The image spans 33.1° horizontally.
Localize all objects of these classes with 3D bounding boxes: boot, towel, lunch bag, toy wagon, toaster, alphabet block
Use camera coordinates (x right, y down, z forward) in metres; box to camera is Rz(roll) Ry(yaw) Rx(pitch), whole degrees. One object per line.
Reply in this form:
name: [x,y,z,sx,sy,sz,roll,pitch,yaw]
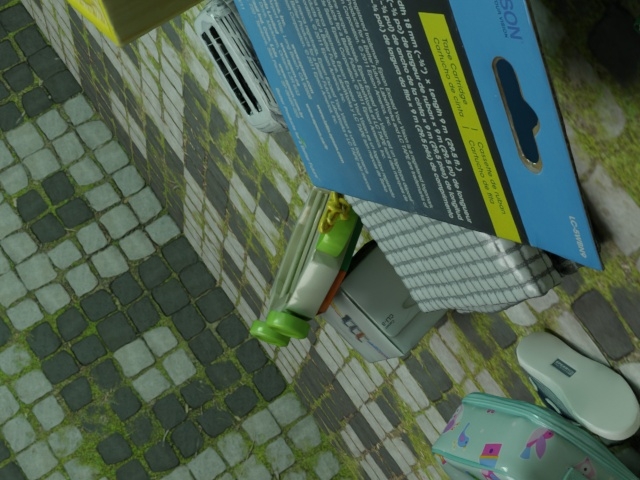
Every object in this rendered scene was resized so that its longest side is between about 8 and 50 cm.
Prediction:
boot: [0.295,0.177,1.196,0.086,0.069,0.190,59,174,-34]
towel: [0.142,-0.044,1.117,0.235,0.121,0.283,56,163,-2]
lunch bag: [0.283,0.286,1.227,0.279,0.108,0.224,37,164,-16]
toy wagon: [0.000,0.000,1.395,0.068,0.267,0.344,22,166,-9]
toaster: [-0.044,-0.230,1.244,0.227,0.146,0.129,60,163,-11]
alphabet block: [-0.254,-0.409,1.429,0.192,0.197,0.193,42,159,44]

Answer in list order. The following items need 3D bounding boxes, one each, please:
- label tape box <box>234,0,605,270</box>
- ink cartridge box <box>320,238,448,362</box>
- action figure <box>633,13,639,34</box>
label tape box: [0.085,-0.135,0.806,0.333,0.106,0.241,20,141,50]
ink cartridge box: [0.087,0.074,1.444,0.127,0.128,0.176,46,163,-3]
action figure: [0.292,-0.070,0.725,0.232,0.063,0.137,56,168,15]
